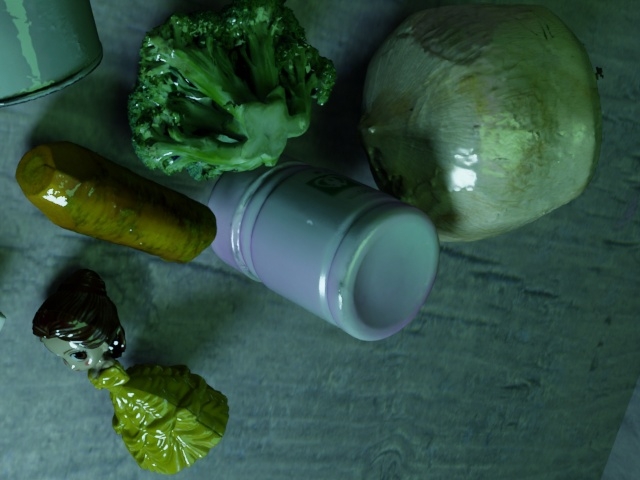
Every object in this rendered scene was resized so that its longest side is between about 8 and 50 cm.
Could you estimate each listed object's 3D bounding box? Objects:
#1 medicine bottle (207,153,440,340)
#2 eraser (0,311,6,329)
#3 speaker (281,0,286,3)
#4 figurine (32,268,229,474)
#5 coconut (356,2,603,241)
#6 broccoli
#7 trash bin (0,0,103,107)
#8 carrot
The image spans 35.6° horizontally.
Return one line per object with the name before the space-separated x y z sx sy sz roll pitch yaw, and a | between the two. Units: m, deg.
medicine bottle | 0.000 0.000 1.527 0.212 0.325 0.212 -20 121 -37
eraser | -0.539 0.094 1.228 0.279 0.081 0.124 30 88 -47
speaker | -0.119 -0.413 1.417 0.082 0.044 0.218 -56 136 -9
figurine | -0.299 0.193 1.463 0.168 0.187 0.315 -47 126 -11
coconut | 0.224 -0.184 1.619 0.404 0.404 0.405 -21 123 -36
broccoli | -0.126 -0.194 1.369 0.294 0.245 0.265 -43 133 -16
trash bin | -0.374 -0.305 1.096 0.277 0.217 0.263 -37 131 -36
carrot | -0.281 -0.048 1.392 0.302 0.114 0.114 26 91 -50
